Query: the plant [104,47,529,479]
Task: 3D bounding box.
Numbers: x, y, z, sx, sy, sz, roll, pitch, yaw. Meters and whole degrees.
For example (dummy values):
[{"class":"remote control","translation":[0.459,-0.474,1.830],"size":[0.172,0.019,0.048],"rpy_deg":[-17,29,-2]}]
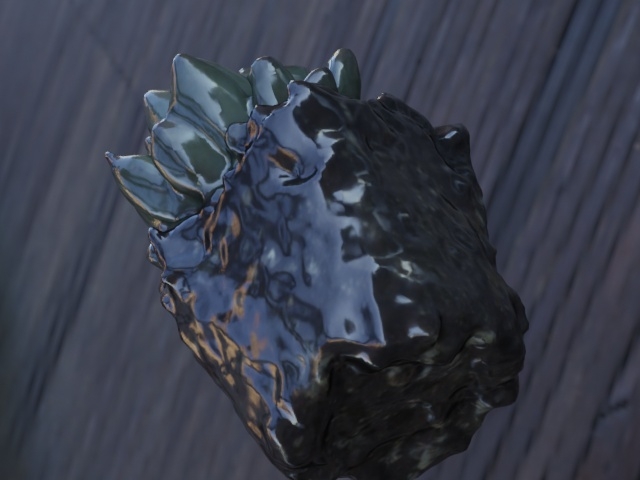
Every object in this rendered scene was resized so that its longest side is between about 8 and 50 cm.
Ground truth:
[{"class":"plant","translation":[0.000,0.000,0.776],"size":[0.132,0.129,0.194],"rpy_deg":[-45,55,24]}]
